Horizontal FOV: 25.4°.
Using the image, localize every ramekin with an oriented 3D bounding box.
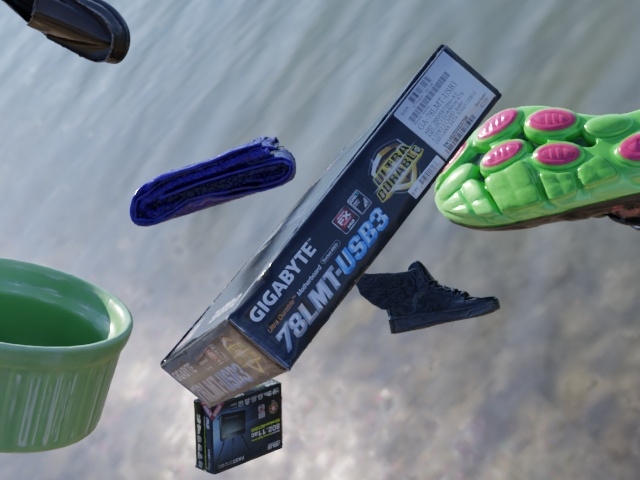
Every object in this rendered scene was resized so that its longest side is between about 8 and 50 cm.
[{"bbox_3d":[-0.394,0.139,1.751,0.303,0.303,0.148,-132,53,-64],"label":"ramekin"}]

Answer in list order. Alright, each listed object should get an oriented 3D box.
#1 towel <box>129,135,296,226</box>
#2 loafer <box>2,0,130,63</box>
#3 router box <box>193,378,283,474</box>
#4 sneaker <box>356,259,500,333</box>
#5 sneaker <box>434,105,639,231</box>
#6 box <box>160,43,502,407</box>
[{"bbox_3d":[-0.146,-0.089,1.991,0.228,0.076,0.308,-16,4,1],"label":"towel"},{"bbox_3d":[-0.348,-0.291,1.855,0.078,0.220,0.080,-34,-30,-57],"label":"loafer"},{"bbox_3d":[-0.103,0.232,1.791,0.122,0.092,0.038,-15,21,-43],"label":"router box"},{"bbox_3d":[0.131,0.063,1.758,0.170,0.089,0.051,-13,-6,15],"label":"sneaker"},{"bbox_3d":[0.376,-0.070,1.781,0.483,0.202,0.185,-7,50,22],"label":"sneaker"},{"bbox_3d":[0.000,0.000,1.213,0.293,0.073,0.295,-50,3,-19],"label":"box"}]
